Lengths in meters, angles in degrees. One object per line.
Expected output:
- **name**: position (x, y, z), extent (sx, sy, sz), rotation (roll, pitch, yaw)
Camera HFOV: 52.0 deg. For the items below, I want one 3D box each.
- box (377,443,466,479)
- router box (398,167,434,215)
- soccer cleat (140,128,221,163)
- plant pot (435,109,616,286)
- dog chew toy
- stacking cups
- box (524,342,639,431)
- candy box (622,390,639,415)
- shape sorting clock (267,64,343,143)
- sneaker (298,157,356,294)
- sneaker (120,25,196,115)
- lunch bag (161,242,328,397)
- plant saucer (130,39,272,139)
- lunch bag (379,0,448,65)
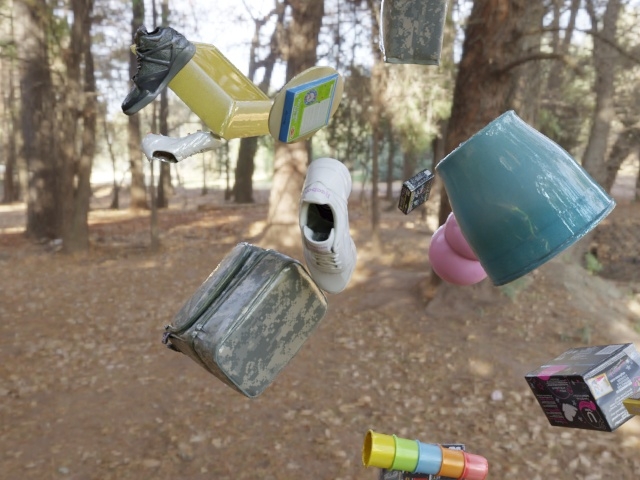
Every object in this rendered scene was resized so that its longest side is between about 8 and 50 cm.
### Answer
- **box**: position (0.287, 0.730, 1.912), extent (0.242, 0.308, 0.077), rotation (1, 28, -1)
- **router box**: position (0.275, -0.140, 1.895), extent (0.092, 0.038, 0.122), rotation (-34, -26, -21)
- **soccer cleat**: position (-0.325, -0.216, 1.555), extent (0.196, 0.076, 0.068), rotation (-7, -29, -28)
- **plant pot**: position (0.361, -0.093, 1.245), extent (0.271, 0.255, 0.271), rotation (-37, -3, -2)
- **dog chew toy**: position (0.452, -0.012, 1.953), extent (0.206, 0.207, 0.332), rotation (-3, -36, -18)
- **stacking cups**: position (0.269, 0.556, 1.668), extent (0.316, 0.096, 0.096), rotation (12, 5, -5)
- **box**: position (0.626, 0.339, 1.521), extent (0.163, 0.142, 0.247), rotation (-25, -5, -16)
- **candy box**: position (0.484, 0.204, 0.886), extent (0.105, 0.027, 0.206), rotation (-29, -16, 3)
- **shape sorting clock**: position (-0.033, -0.303, 1.472), extent (0.040, 0.206, 0.206), rotation (45, 28, 23)
- **sneaker**: position (0.000, 0.000, 1.260), extent (0.114, 0.305, 0.152), rotation (4, 39, 14)
- **sneaker**: position (-0.404, -0.399, 1.502), extent (0.130, 0.227, 0.087), rotation (39, 4, -32)
- **lunch bag**: position (-0.179, 0.161, 1.457), extent (0.256, 0.305, 0.213), rotation (19, -26, 46)
- **plant saucer**: position (-0.274, -0.411, 1.703), extent (0.332, 0.081, 0.333), rotation (44, 21, 5)
- **lunch bag**: position (0.237, -0.604, 1.712), extent (0.168, 0.236, 0.287), rotation (2, 29, -2)
